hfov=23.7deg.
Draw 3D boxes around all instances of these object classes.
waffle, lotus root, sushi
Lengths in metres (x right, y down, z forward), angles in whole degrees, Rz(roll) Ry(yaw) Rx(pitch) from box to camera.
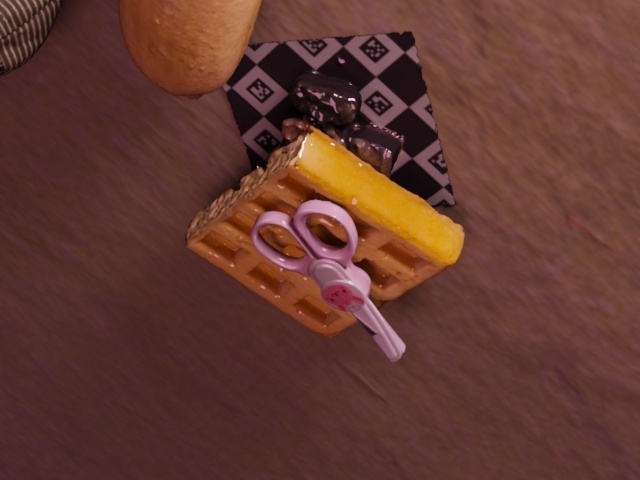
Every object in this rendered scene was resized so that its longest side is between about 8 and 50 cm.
[{"bbox_3d":[0.000,0.000,1.673,0.221,0.055,0.248,34,139,-20],"label":"waffle"},{"bbox_3d":[-0.126,-0.255,1.495,0.146,0.131,0.303,20,133,4],"label":"lotus root"},{"bbox_3d":[0.008,-0.108,1.620,0.231,0.047,0.220,-1,127,24],"label":"sushi"}]

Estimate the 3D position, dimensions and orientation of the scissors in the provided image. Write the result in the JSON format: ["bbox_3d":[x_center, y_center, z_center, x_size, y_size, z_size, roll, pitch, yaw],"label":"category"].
[{"bbox_3d":[0.027,0.048,1.652,0.118,0.031,0.242,-15,129,33],"label":"scissors"}]

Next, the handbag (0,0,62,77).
[{"bbox_3d":[-0.446,-0.264,1.527,0.340,0.240,0.247,36,158,-11],"label":"handbag"}]
